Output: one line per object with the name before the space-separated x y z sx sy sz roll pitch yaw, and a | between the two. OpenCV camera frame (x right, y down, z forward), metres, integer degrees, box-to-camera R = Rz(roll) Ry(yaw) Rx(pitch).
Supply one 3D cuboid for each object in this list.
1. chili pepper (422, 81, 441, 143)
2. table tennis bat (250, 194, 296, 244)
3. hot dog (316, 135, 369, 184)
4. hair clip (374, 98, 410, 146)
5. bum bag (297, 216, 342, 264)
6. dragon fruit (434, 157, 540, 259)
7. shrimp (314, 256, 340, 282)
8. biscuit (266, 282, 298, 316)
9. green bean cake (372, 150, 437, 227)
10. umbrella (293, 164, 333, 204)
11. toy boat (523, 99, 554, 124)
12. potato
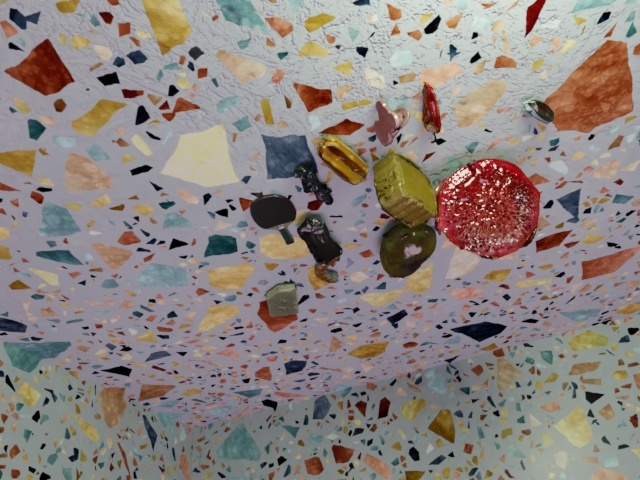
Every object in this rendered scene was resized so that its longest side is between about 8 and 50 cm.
chili pepper | 0.362 -0.417 1.639 0.050 0.059 0.268 -45 142 -16
table tennis bat | -0.167 -0.078 1.993 0.173 0.022 0.301 -17 141 9
hot dog | 0.079 -0.276 1.747 0.104 0.076 0.250 -47 135 14
hair clip | 0.212 -0.372 1.618 0.102 0.123 0.138 -1 143 -44
bum bag | 0.000 0.000 2.089 0.142 0.079 0.326 -9 147 13
dragon fruit | 0.599 -0.110 1.878 0.386 0.371 0.249 -18 176 3
shrimp | 0.057 0.127 2.294 0.161 0.049 0.166 25 124 -34
biscuit | -0.185 0.295 2.452 0.150 0.052 0.252 -5 142 -4
green bean cake | 0.296 -0.178 1.790 0.230 0.224 0.131 27 134 -35
umbrella | -0.019 -0.191 1.842 0.080 0.071 0.224 4 157 32
toy boat | 0.722 -0.432 1.684 0.140 0.059 0.066 18 162 -33
potato | 0.360 0.042 2.130 0.210 0.173 0.307 3 139 -20
